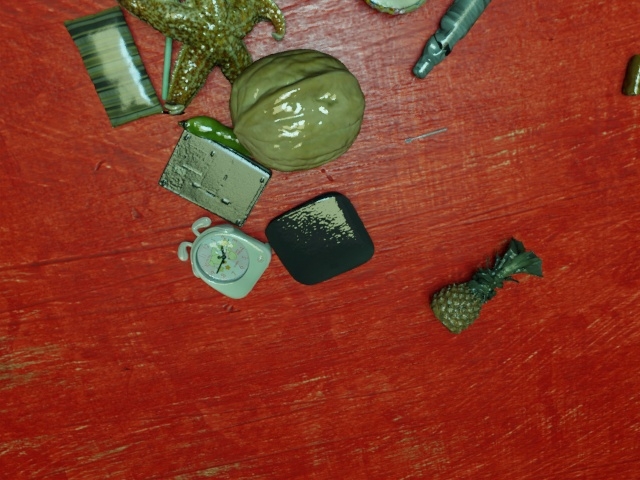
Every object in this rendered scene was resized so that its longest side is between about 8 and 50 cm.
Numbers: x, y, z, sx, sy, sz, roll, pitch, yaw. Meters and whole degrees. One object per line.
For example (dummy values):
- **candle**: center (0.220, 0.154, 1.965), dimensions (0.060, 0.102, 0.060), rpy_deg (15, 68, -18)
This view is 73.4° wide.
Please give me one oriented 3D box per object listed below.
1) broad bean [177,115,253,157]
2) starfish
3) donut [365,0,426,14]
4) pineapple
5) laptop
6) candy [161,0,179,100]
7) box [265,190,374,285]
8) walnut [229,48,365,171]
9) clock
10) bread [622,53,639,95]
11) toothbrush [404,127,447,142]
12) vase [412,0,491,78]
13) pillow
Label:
- **broad bean**: center (-0.164, -0.207, 0.897), dimensions (0.256, 0.052, 0.052), rpy_deg (18, 109, -14)
- **starfish**: center (-0.207, -0.360, 0.766), dimensions (0.312, 0.113, 0.303), rpy_deg (22, 102, -42)
- **donut**: center (0.138, -0.510, 0.796), dimensions (0.175, 0.068, 0.174), rpy_deg (-2, 109, -5)
- **pineapple**: center (0.402, 0.112, 1.036), dimensions (0.277, 0.119, 0.130), rpy_deg (-41, 90, 9)
- **laptop**: center (-0.228, -0.136, 0.934), dimensions (0.207, 0.026, 0.154), rpy_deg (29, 107, -14)
- **candy**: center (-0.276, -0.416, 0.808), dimensions (0.083, 0.091, 0.305), rpy_deg (23, 121, 9)
- **box**: center (0.000, 0.000, 0.997), dimensions (0.213, 0.042, 0.201), rpy_deg (-27, 111, 7)
- **walnut**: center (-0.043, -0.240, 0.801), dimensions (0.261, 0.225, 0.224), rpy_deg (-26, 114, -25)
- **clock**: center (-0.220, 0.033, 0.982), dimensions (0.191, 0.062, 0.151), rpy_deg (33, 106, -15)
- **bread**: center (0.672, -0.351, 0.915), dimensions (0.036, 0.047, 0.083), rpy_deg (11, 111, 24)
- **toothbrush**: center (0.232, -0.231, 0.944), dimensions (0.097, 0.008, 0.006), rpy_deg (-17, 125, 1)
- **vase**: center (0.257, -0.414, 0.848), dimensions (0.060, 0.060, 0.211), rpy_deg (33, 106, -16)
- **pillow**: center (-0.398, -0.334, 0.838), dimensions (0.113, 0.038, 0.203), rpy_deg (-17, 112, -1)
